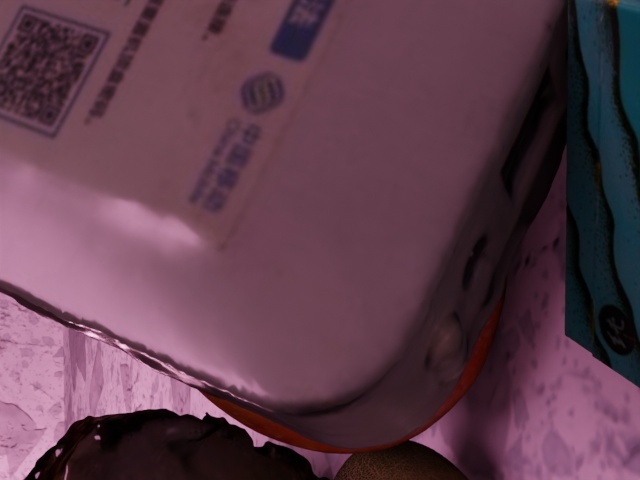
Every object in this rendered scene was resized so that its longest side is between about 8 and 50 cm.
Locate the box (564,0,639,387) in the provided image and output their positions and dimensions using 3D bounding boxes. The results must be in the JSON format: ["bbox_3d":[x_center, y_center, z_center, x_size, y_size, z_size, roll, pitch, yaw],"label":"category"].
[{"bbox_3d":[0.167,0.009,0.333,0.226,0.042,0.160,38,139,55],"label":"box"}]

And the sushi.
[{"bbox_3d":[-0.149,0.307,0.874,0.294,0.281,0.299,-31,51,58],"label":"sushi"}]

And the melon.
[{"bbox_3d":[0.061,0.188,0.601,0.162,0.099,0.099,-124,42,-50],"label":"melon"}]

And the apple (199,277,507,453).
[{"bbox_3d":[0.000,0.000,0.643,0.241,0.242,0.242,-108,27,-68],"label":"apple"}]

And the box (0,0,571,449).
[{"bbox_3d":[-0.052,-0.143,0.504,0.397,0.111,0.396,21,80,26],"label":"box"}]
